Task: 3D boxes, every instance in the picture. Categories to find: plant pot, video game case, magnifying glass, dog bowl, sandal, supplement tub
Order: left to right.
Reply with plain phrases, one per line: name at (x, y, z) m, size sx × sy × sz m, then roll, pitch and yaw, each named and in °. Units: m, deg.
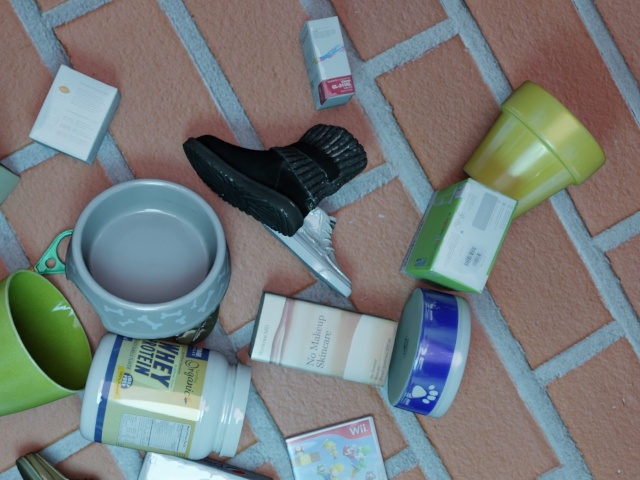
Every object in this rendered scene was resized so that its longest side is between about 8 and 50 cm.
plant pot at (-0.663, 0.244, 1.702) m, size 0.293 × 0.275 × 0.275 m, roll -28°, pitch 91°, yaw 7°
magnifying glass at (-0.589, 0.054, 1.821) m, size 0.231 × 0.026 × 0.092 m, roll -30°, pitch 92°, yaw -10°
dog bowl at (-0.352, 0.024, 1.744) m, size 0.348 × 0.102 × 0.349 m, roll 6°, pitch 60°, yaw -10°
supplement tub at (-0.315, 0.323, 1.741) m, size 0.316 × 0.228 × 0.228 m, roll 12°, pitch 86°, yaw -7°
sandal at (-0.263, 0.128, 1.847) m, size 0.090 × 0.060 × 0.219 m, roll 15°, pitch 71°, yaw -13°
video game case at (0.051, 0.554, 1.882) m, size 0.204 × 0.025 × 0.285 m, roll -14°, pitch 89°, yaw -8°
dog bowl at (0.228, 0.237, 1.800) m, size 0.104 × 0.265 × 0.265 m, roll 14°, pitch 85°, yaw -5°
plant pot at (0.456, -0.183, 1.876) m, size 0.239 × 0.254 × 0.254 m, roll -43°, pitch 93°, yaw 9°

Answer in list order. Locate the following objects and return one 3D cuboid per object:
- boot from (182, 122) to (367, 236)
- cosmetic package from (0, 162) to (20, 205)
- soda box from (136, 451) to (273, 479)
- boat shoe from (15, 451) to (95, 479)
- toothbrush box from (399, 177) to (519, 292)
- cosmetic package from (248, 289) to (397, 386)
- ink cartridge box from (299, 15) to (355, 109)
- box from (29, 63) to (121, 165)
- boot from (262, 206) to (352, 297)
boot at (-0.099, -0.179, 1.837) m, size 0.348 × 0.131 × 0.260 m, roll 34°, pitch 65°, yaw 18°
cosmetic package at (-0.712, -0.113, 1.666) m, size 0.113 × 0.309 × 0.160 m, roll 35°, pitch 84°, yaw -6°
soda box at (-0.245, 0.520, 1.808) m, size 0.286 × 0.098 × 0.091 m, roll 20°, pitch 85°, yaw -7°
boat shoe at (-0.509, 0.550, 1.775) m, size 0.104 × 0.110 × 0.307 m, roll -42°, pitch 97°, yaw -31°
toothbrush box at (0.289, -0.005, 1.810) m, size 0.122 × 0.283 × 0.206 m, roll 24°, pitch 84°, yaw -7°
cosmetic package at (0.002, 0.212, 1.839) m, size 0.296 × 0.129 × 0.153 m, roll 12°, pitch 87°, yaw -7°
ink cartridge box at (0.014, -0.391, 1.869) m, size 0.072 × 0.127 × 0.175 m, roll -13°, pitch 89°, yaw -9°
box at (-0.522, -0.266, 1.809) m, size 0.130 × 0.091 × 0.171 m, roll 24°, pitch 85°, yaw -6°
boot at (0.000, 0.000, 1.862) m, size 0.258 × 0.095 × 0.123 m, roll 43°, pitch 82°, yaw 1°
